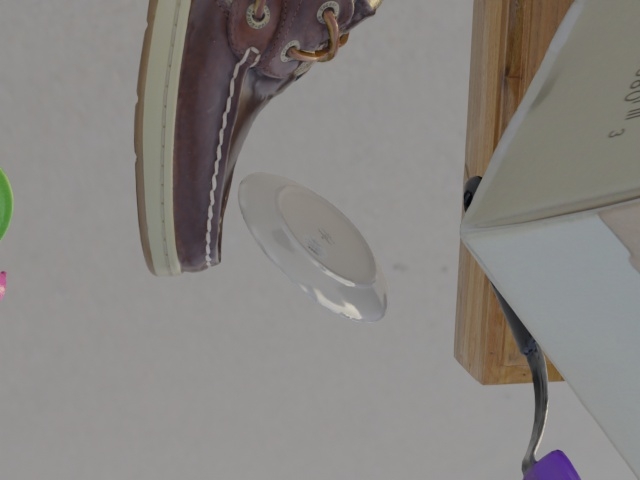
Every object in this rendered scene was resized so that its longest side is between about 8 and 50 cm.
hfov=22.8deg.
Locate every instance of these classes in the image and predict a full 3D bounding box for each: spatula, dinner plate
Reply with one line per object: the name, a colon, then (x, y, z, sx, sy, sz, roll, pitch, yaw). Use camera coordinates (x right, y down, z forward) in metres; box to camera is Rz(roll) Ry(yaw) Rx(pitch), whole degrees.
spatula: (0.126, 0.086, 0.957, 0.030, 0.296, 0.084, 1, 147, -18)
dinner plate: (0.000, 0.000, 1.132, 0.017, 0.141, 0.141, -46, 155, 25)

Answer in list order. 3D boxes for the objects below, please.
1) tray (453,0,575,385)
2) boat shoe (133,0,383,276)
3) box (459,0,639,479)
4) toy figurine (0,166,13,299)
tray: (0.213, -0.103, 1.145, 0.203, 0.411, 0.076, -2, -165, -14)
boat shoe: (-0.026, -0.140, 0.871, 0.123, 0.342, 0.123, 10, -175, -2)
box: (0.190, 0.052, 0.498, 0.121, 0.311, 0.148, -14, -144, 42)
toy figurine: (-0.304, 0.004, 1.214, 0.130, 0.159, 0.173, -46, 126, 11)
